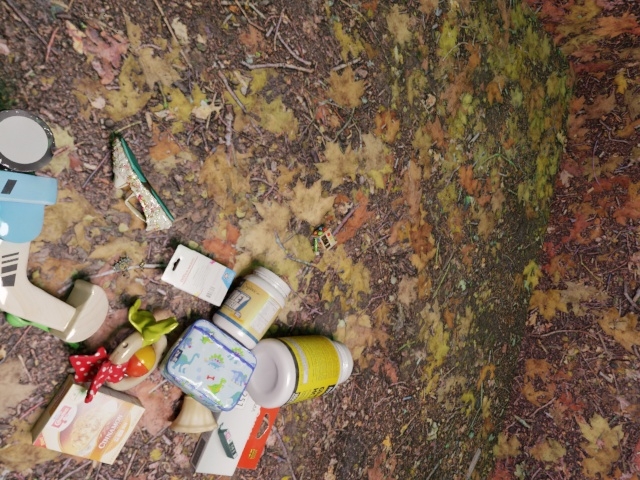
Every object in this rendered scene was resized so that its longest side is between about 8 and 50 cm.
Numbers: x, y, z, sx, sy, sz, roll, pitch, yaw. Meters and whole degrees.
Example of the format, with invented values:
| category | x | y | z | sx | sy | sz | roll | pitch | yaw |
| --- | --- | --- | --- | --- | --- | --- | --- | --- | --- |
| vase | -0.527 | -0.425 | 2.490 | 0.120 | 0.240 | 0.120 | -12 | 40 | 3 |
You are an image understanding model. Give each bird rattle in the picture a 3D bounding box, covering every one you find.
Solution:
| category | x | y | z | sx | sy | sz | roll | pitch | yaw |
| --- | --- | --- | --- | --- | --- | --- | --- | --- | --- |
| bird rattle | -0.442 | 0.280 | 0.984 | 0.207 | 0.143 | 0.254 | 88 | 27 | -52 |

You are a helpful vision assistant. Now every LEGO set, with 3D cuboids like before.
| category | x | y | z | sx | sy | sz | roll | pitch | yaw |
| --- | --- | --- | --- | --- | --- | --- | --- | --- | --- |
| LEGO set | -0.475 | 0.063 | 1.022 | 0.083 | 0.023 | 0.054 | 32 | 77 | -50 |

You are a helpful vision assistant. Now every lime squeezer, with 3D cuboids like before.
| category | x | y | z | sx | sy | sz | roll | pitch | yaw |
| --- | --- | --- | --- | --- | --- | --- | --- | --- | --- |
| lime squeezer | -0.662 | 0.175 | 0.863 | 0.310 | 0.058 | 0.110 | 12 | 87 | -39 |

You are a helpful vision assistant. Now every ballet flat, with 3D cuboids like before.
| category | x | y | z | sx | sy | sz | roll | pitch | yaw |
| --- | --- | --- | --- | --- | --- | --- | --- | --- | --- |
| ballet flat | -0.440 | -0.122 | 0.990 | 0.077 | 0.091 | 0.241 | -29 | 110 | -8 |

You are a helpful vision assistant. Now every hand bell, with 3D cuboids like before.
| category | x | y | z | sx | sy | sz | roll | pitch | yaw |
| --- | --- | --- | --- | --- | --- | --- | --- | --- | --- |
| hand bell | -0.334 | 0.380 | 1.135 | 0.126 | 0.126 | 0.242 | 10 | 76 | -38 |

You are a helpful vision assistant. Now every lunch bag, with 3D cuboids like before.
| category | x | y | z | sx | sy | sz | roll | pitch | yaw |
| --- | --- | --- | --- | --- | --- | --- | --- | --- | --- |
| lunch bag | -0.286 | 0.323 | 1.087 | 0.219 | 0.090 | 0.176 | 42 | 50 | -13 |

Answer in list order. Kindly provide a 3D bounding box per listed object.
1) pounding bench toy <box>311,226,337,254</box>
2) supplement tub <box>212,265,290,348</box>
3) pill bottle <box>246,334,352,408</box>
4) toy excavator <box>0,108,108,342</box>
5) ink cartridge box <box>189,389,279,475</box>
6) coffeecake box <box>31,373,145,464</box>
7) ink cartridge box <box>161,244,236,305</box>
| category | x | y | z | sx | sy | sz | roll | pitch | yaw |
| --- | --- | --- | --- | --- | --- | --- | --- | --- | --- |
| pounding bench toy | 0.000 | 0.000 | 1.364 | 0.083 | 0.052 | 0.065 | -41 | 118 | -27 |
| supplement tub | -0.191 | 0.188 | 1.178 | 0.144 | 0.144 | 0.200 | 50 | 65 | -31 |
| pill bottle | -0.052 | 0.386 | 1.266 | 0.333 | 0.187 | 0.188 | 11 | 88 | -50 |
| toy excavator | -0.611 | -0.015 | 0.773 | 0.432 | 0.222 | 0.446 | 4 | 94 | -58 |
| ink cartridge box | -0.225 | 0.557 | 1.250 | 0.238 | 0.060 | 0.275 | 30 | 77 | -35 |
| coffeecake box | -0.540 | 0.421 | 0.979 | 0.185 | 0.068 | 0.142 | 39 | 72 | -34 |
| ink cartridge box | -0.331 | 0.091 | 1.109 | 0.181 | 0.061 | 0.104 | 34 | 74 | -36 |
